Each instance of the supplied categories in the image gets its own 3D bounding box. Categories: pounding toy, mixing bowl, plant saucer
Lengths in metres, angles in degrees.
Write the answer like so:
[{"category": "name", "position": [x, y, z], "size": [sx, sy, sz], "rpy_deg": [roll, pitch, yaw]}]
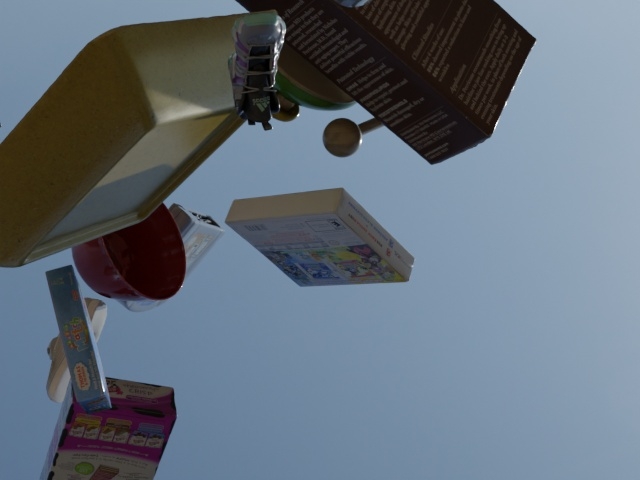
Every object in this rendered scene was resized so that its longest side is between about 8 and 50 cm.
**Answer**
[{"category": "pounding toy", "position": [-0.018, -0.206, 1.592], "size": [0.237, 0.110, 0.183], "rpy_deg": [48, -142, 7]}, {"category": "mixing bowl", "position": [-0.284, 0.013, 1.634], "size": [0.098, 0.181, 0.181], "rpy_deg": [-22, -159, 27]}, {"category": "plant saucer", "position": [-0.202, -0.093, 1.198], "size": [0.333, 0.081, 0.332], "rpy_deg": [-41, 173, 29]}]

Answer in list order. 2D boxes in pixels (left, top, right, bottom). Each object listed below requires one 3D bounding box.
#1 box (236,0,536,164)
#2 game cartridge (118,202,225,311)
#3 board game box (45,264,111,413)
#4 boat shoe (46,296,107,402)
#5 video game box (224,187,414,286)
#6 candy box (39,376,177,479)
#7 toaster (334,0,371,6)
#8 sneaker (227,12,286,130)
[{"category": "box", "position": [0.080, -0.294, 1.508], "size": [0.143, 0.381, 0.191], "rpy_deg": [-24, -148, 54]}, {"category": "game cartridge", "position": [-0.263, 0.034, 1.960], "size": [0.062, 0.198, 0.297], "rpy_deg": [37, -178, 7]}, {"category": "board game box", "position": [-0.300, 0.129, 1.446], "size": [0.039, 0.160, 0.211], "rpy_deg": [-14, 170, -12]}, {"category": "boat shoe", "position": [-0.417, 0.176, 1.916], "size": [0.063, 0.066, 0.184], "rpy_deg": [13, -106, 20]}, {"category": "video game box", "position": [0.000, 0.000, 1.628], "size": [0.205, 0.187, 0.048], "rpy_deg": [-4, -126, 39]}, {"category": "candy box", "position": [-0.325, 0.316, 1.753], "size": [0.159, 0.233, 0.071], "rpy_deg": [12, -149, -19]}, {"category": "toaster", "position": [0.062, -0.228, 0.658], "size": [0.185, 0.110, 0.168], "rpy_deg": [-40, -170, -13]}, {"category": "sneaker", "position": [-0.041, -0.111, 0.804], "size": [0.038, 0.069, 0.098], "rpy_deg": [-6, 164, -9]}]
